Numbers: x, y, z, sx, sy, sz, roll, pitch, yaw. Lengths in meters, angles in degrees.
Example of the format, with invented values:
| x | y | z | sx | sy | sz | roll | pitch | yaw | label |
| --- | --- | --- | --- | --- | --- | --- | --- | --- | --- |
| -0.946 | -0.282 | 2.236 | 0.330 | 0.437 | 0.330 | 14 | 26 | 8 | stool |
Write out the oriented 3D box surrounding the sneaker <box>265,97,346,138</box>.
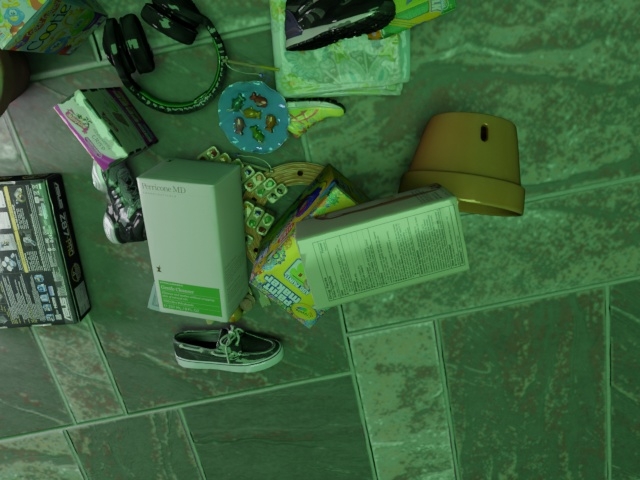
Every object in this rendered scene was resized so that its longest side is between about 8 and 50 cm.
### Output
| x | y | z | sx | sy | sz | roll | pitch | yaw | label |
| --- | --- | --- | --- | --- | --- | --- | --- | --- | --- |
| -0.041 | -0.298 | 1.190 | 0.209 | 0.081 | 0.094 | -1 | 109 | 10 | sneaker |

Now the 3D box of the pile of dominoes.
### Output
| x | y | z | sx | sy | sz | roll | pitch | yaw | label |
| --- | --- | --- | --- | --- | --- | --- | --- | --- | --- |
| -0.231 | -0.108 | 1.232 | 0.251 | 0.040 | 0.196 | 29 | 107 | -9 | pile of dominoes |

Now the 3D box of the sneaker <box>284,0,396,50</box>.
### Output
| x | y | z | sx | sy | sz | roll | pitch | yaw | label |
| --- | --- | --- | --- | --- | --- | --- | --- | --- | --- |
| 0.020 | -0.463 | 0.962 | 0.107 | 0.283 | 0.124 | -18 | 108 | -42 | sneaker |

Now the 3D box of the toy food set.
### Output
| x | y | z | sx | sy | sz | roll | pitch | yaw | label |
| --- | --- | --- | --- | --- | --- | --- | --- | --- | --- |
| -0.248 | 0.165 | 1.354 | 0.192 | 0.038 | 0.132 | -19 | 108 | 4 | toy food set |

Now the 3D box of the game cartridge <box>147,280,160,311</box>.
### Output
| x | y | z | sx | sy | sz | roll | pitch | yaw | label |
| --- | --- | --- | --- | --- | --- | --- | --- | --- | --- |
| -0.445 | 0.158 | 1.357 | 0.056 | 0.017 | 0.083 | 19 | 107 | -5 | game cartridge |

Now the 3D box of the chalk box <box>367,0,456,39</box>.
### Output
| x | y | z | sx | sy | sz | roll | pitch | yaw | label |
| --- | --- | --- | --- | --- | --- | --- | --- | --- | --- |
| 0.190 | -0.517 | 1.003 | 0.213 | 0.132 | 0.132 | -23 | 113 | 1 | chalk box |

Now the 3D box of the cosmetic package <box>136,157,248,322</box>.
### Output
| x | y | z | sx | sy | sz | roll | pitch | yaw | label |
| --- | --- | --- | --- | --- | --- | --- | --- | --- | --- |
| -0.298 | -0.002 | 1.192 | 0.197 | 0.155 | 0.365 | 6 | 119 | 13 | cosmetic package |

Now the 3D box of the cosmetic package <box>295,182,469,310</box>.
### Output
| x | y | z | sx | sy | sz | roll | pitch | yaw | label |
| --- | --- | --- | --- | --- | --- | --- | --- | --- | --- |
| 0.111 | 0.008 | 0.930 | 0.296 | 0.129 | 0.153 | -14 | 109 | 1 | cosmetic package |

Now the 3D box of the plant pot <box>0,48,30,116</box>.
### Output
| x | y | z | sx | sy | sz | roll | pitch | yaw | label |
| --- | --- | --- | --- | --- | --- | --- | --- | --- | --- |
| -0.759 | -0.372 | 1.055 | 0.263 | 0.229 | 0.263 | -1 | 108 | -2 | plant pot |

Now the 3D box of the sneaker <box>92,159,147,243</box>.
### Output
| x | y | z | sx | sy | sz | roll | pitch | yaw | label |
| --- | --- | --- | --- | --- | --- | --- | --- | --- | --- |
| -0.461 | -0.112 | 1.207 | 0.153 | 0.101 | 0.268 | 7 | 115 | 13 | sneaker |

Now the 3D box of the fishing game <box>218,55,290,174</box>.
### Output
| x | y | z | sx | sy | sz | roll | pitch | yaw | label |
| --- | --- | --- | --- | --- | --- | --- | --- | --- | --- |
| -0.161 | -0.285 | 1.156 | 0.189 | 0.041 | 0.264 | 17 | 125 | 7 | fishing game |

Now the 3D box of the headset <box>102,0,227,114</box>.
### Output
| x | y | z | sx | sy | sz | roll | pitch | yaw | label |
| --- | --- | --- | --- | --- | --- | --- | --- | --- | --- |
| -0.383 | -0.481 | 1.105 | 0.243 | 0.185 | 0.394 | -33 | 122 | 4 | headset |

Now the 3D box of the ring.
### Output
| x | y | z | sx | sy | sz | roll | pitch | yaw | label |
| --- | --- | --- | --- | --- | --- | --- | --- | --- | --- |
| -0.052 | -0.043 | 1.296 | 0.337 | 0.032 | 0.336 | 0 | 108 | -1 | ring |

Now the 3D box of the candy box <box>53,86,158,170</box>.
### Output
| x | y | z | sx | sy | sz | roll | pitch | yaw | label |
| --- | --- | --- | --- | --- | --- | --- | --- | --- | --- |
| -0.472 | -0.258 | 1.102 | 0.071 | 0.233 | 0.159 | -31 | 106 | 8 | candy box |

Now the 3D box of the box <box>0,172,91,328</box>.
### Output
| x | y | z | sx | sy | sz | roll | pitch | yaw | label |
| --- | --- | --- | --- | --- | --- | --- | --- | --- | --- |
| -0.804 | 0.035 | 1.262 | 0.318 | 0.097 | 0.394 | -5 | 109 | -2 | box |

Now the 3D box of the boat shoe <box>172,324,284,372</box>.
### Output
| x | y | z | sx | sy | sz | roll | pitch | yaw | label |
| --- | --- | --- | --- | --- | --- | --- | --- | --- | --- |
| -0.256 | 0.289 | 1.357 | 0.306 | 0.113 | 0.105 | 2 | 123 | 7 | boat shoe |

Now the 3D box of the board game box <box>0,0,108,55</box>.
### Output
| x | y | z | sx | sy | sz | roll | pitch | yaw | label |
| --- | --- | --- | --- | --- | --- | --- | --- | --- | --- |
| -0.585 | -0.487 | 0.999 | 0.142 | 0.275 | 0.144 | -39 | 105 | 10 | board game box |

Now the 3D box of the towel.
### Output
| x | y | z | sx | sy | sz | roll | pitch | yaw | label |
| --- | --- | --- | --- | --- | --- | --- | --- | --- | --- |
| 0.043 | -0.518 | 1.110 | 0.321 | 0.090 | 0.374 | -3 | 108 | -2 | towel |

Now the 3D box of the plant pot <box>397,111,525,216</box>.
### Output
| x | y | z | sx | sy | sz | roll | pitch | yaw | label |
| --- | --- | --- | --- | --- | --- | --- | --- | --- | --- |
| 0.342 | -0.177 | 1.153 | 0.291 | 0.291 | 0.203 | 9 | 90 | -5 | plant pot |

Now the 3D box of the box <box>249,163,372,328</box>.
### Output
| x | y | z | sx | sy | sz | roll | pitch | yaw | label |
| --- | --- | --- | --- | --- | --- | --- | --- | --- | --- |
| 0.000 | 0.000 | 1.143 | 0.177 | 0.290 | 0.279 | 39 | 102 | -13 | box |
